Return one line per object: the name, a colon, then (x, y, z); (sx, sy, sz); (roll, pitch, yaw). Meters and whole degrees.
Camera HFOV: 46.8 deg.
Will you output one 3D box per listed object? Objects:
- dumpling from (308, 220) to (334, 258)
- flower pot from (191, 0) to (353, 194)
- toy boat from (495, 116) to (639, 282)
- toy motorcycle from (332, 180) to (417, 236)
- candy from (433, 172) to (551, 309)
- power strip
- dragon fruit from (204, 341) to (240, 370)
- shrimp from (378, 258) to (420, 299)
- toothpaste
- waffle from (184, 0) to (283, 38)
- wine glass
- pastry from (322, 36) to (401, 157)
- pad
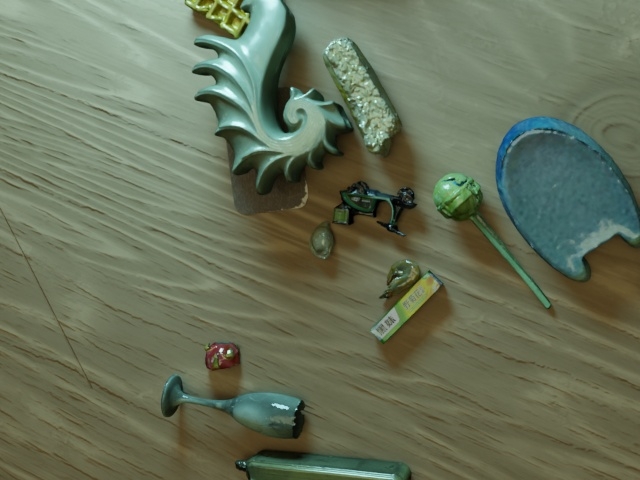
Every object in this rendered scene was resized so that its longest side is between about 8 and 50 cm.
dumpling: (-0.001, 0.001, 1.580); (0.059, 0.043, 0.077); (-10, 94, 39)
flower pot: (-0.111, -0.294, 1.519); (0.254, 0.164, 0.367); (-29, 90, 12)
toy boat: (0.467, -0.089, 1.418); (0.215, 0.123, 0.330); (-39, 94, 23)
toy motorcycle: (0.115, -0.069, 1.534); (0.173, 0.058, 0.100); (8, 103, 17)
candy: (0.348, 0.005, 1.466); (0.092, 0.093, 0.335); (-39, 90, 29)
power strip: (-0.003, 0.501, 1.585); (0.387, 0.092, 0.066); (1, 91, 16)
dragon fruit: (-0.226, 0.257, 1.651); (0.083, 0.060, 0.056); (-1, 97, 18)
shrimp: (0.159, 0.080, 1.549); (0.108, 0.023, 0.059); (-36, 74, 16)
toothpaste: (0.179, 0.139, 1.538); (0.043, 0.037, 0.178); (45, 104, 8)
waffle: (-0.173, -0.522, 1.588); (0.211, 0.055, 0.160); (37, 102, 10)
wine glass: (-0.200, 0.452, 1.635); (0.309, 0.096, 0.264); (7, 93, 15)
pastry: (0.085, -0.291, 1.494); (0.089, 0.121, 0.258); (-31, 86, 21)
pad: (-0.122, -0.194, 1.621); (0.176, 0.002, 0.266); (-6, 92, 17)
